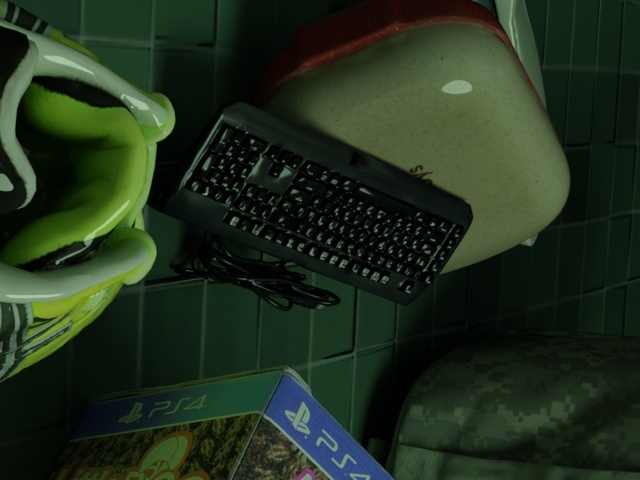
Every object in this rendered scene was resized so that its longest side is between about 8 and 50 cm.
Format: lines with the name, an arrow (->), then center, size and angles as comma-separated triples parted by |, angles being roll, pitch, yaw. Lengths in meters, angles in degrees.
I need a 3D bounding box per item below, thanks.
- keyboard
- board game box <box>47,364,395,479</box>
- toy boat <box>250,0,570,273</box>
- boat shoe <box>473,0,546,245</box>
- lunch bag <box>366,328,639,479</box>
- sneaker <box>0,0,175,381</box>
keyboard -> 0.000, 0.000, 0.952 | 0.192, 0.038, 0.100 | 21, 112, -40
board game box -> -0.048, 0.245, 0.804 | 0.232, 0.141, 0.291 | 48, 50, -28
toy boat -> 0.050, -0.080, 1.048 | 0.231, 0.151, 0.151 | 52, 21, -54
boat shoe -> 0.097, -0.113, 1.156 | 0.095, 0.079, 0.254 | -70, 151, -57
lunch bag -> 0.207, 0.163, 1.201 | 0.256, 0.305, 0.213 | 18, 76, -66
sneaker -> -0.119, -0.006, 0.643 | 0.384, 0.147, 0.145 | 14, 82, -79
